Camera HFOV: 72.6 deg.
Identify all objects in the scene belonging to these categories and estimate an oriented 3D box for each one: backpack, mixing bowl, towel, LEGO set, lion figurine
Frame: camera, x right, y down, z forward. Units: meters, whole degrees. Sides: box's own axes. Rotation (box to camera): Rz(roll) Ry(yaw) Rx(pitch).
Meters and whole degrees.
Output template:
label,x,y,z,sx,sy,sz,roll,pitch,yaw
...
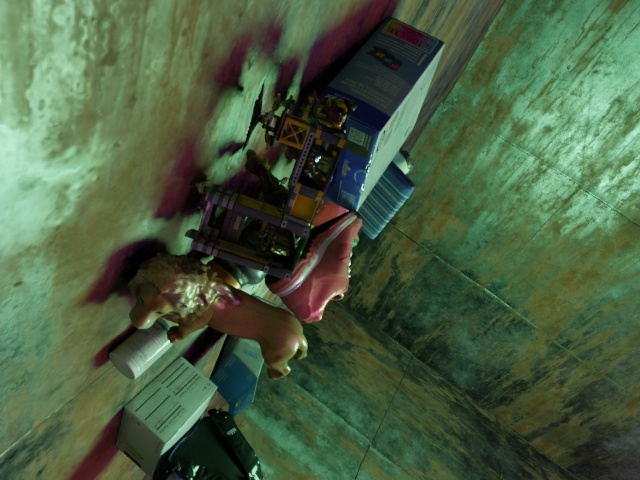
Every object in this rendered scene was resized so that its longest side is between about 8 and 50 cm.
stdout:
label,x,y,z,sx,sy,sz,roll,pitch,yaw
backpack,-0.305,0.666,1.216,0.213,0.263,0.276,-57,173,21
mixing bowl,-0.002,-0.114,1.160,0.098,0.181,0.181,2,129,-48
towel,0.151,-0.165,1.398,0.040,0.243,0.336,-37,169,-29
LEGO set,-0.096,-0.108,0.715,0.255,0.192,0.331,-87,-161,-57
lion figurine,-0.149,0.141,0.788,0.240,0.392,0.142,-39,-142,51

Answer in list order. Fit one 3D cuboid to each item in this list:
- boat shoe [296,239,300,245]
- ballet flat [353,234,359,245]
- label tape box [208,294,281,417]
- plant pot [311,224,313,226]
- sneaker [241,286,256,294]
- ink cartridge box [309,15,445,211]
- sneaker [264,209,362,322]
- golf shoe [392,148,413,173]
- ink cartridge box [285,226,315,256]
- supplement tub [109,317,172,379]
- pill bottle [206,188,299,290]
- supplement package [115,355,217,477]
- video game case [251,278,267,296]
label,x,y,z,sx,sy,sz,roll,pitch,yaw
boat shoe,-0.091,-0.038,1.209,0.070,0.078,0.219,-32,156,-12
ballet flat,0.000,0.000,1.612,0.116,0.124,0.342,9,156,-40
label tape box,-0.257,0.375,1.388,0.240,0.106,0.334,-50,-163,42
plant pot,-0.034,-0.085,1.325,0.081,0.081,0.083,-48,180,-36
sneaker,-0.157,0.036,1.075,0.153,0.094,0.235,-60,170,30
ink cartridge box,0.098,-0.250,0.950,0.395,0.151,0.270,-57,169,-29
sneaker,0.011,0.050,0.890,0.116,0.136,0.314,-24,-166,40
golf shoe,0.182,-0.236,1.430,0.120,0.105,0.273,-38,-155,-28
ink cartridge box,-0.049,0.018,1.428,0.212,0.093,0.154,-17,135,-61
supplement tub,-0.337,0.204,0.835,0.107,0.071,0.071,-45,168,-42
pill bottle,-0.139,0.007,0.925,0.246,0.130,0.130,-50,171,-25
supplement package,-0.436,0.498,1.229,0.204,0.145,0.262,-44,167,-50
video game case,-0.179,0.120,1.524,0.227,0.026,0.206,-53,171,0
